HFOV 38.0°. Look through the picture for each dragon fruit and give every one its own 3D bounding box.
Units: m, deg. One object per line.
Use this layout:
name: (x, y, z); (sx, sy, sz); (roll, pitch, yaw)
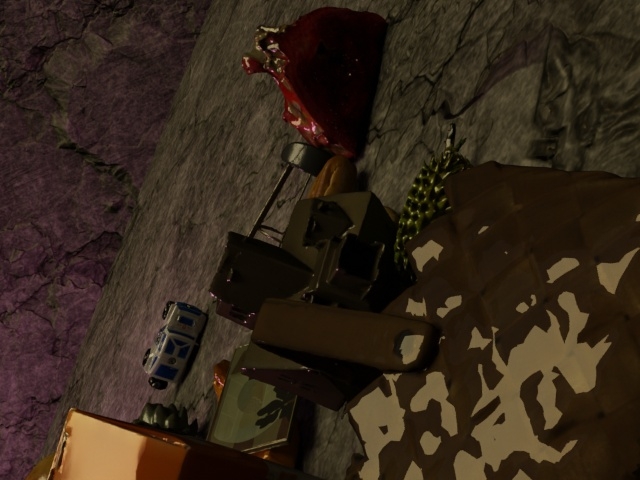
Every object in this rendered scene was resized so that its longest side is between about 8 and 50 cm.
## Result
dragon fruit: (-0.022, -0.253, 1.412); (0.134, 0.211, 0.262); (-26, 39, 51)

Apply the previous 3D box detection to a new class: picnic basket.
picnic basket: (0.127, 0.109, 0.562); (0.321, 0.254, 0.291); (5, 72, 55)

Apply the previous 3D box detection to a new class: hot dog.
hot dog: (0.000, 0.000, 1.278); (0.100, 0.068, 0.249); (130, 158, -71)

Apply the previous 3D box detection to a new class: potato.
potato: (0.071, -0.019, 1.152); (0.083, 0.040, 0.051); (-168, 94, -71)

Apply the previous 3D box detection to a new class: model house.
model house: (-0.009, 0.046, 0.992); (0.243, 0.204, 0.211); (124, 164, -67)

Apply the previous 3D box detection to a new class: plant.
plant: (-0.264, 0.361, 1.496); (0.132, 0.129, 0.194); (-56, 26, 31)

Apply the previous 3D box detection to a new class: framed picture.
framed picture: (-0.079, 0.198, 1.219); (0.136, 0.010, 0.201); (-19, 33, 26)

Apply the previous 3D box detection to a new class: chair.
chair: (-0.044, -0.043, 1.409); (0.095, 0.104, 0.221); (-72, 5, -78)

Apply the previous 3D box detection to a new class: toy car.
toy car: (-0.281, 0.203, 1.772); (0.171, 0.080, 0.070); (-67, 20, 3)

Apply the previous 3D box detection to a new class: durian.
durian: (0.123, -0.026, 0.983); (0.100, 0.086, 0.215); (174, 114, -83)

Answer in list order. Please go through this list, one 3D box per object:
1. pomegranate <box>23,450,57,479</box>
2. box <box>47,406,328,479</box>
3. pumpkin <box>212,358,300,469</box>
pomegranate: (-0.470, 0.508, 1.755); (0.215, 0.215, 0.215); (-52, 25, 37)
box: (-0.137, 0.309, 0.915); (0.143, 0.341, 0.225); (11, 77, 25)
pumpkin: (-0.121, 0.312, 1.229); (0.258, 0.095, 0.290); (-5, 58, 65)
